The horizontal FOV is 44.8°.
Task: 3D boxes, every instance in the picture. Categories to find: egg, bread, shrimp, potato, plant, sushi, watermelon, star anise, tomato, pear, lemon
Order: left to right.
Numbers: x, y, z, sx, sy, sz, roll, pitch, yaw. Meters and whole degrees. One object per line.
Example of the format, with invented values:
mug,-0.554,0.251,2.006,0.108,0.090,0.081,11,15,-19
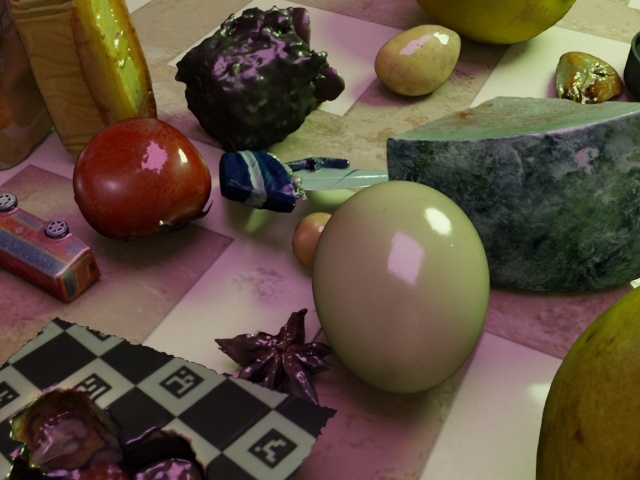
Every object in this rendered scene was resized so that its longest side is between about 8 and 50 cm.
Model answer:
sushi,-0.203,0.231,0.674,0.339,0.069,0.320,13,40,23
bread,-0.313,-0.249,1.055,0.119,0.288,0.153,-5,40,5
tomato,-0.216,-0.077,0.952,0.167,0.167,0.167,2,41,-2
plant,-0.077,-0.236,1.126,0.234,0.204,0.178,-29,48,-21
star anise,-0.033,0.130,0.804,0.124,0.056,0.129,-17,45,-23
egg,0.000,0.000,0.936,0.071,0.083,0.071,-1,69,4
egg,0.083,0.046,0.811,0.185,0.186,0.242,2,51,-1
potato,0.158,-0.298,1.273,0.147,0.112,0.112,-23,47,-17
lemon,0.310,-0.510,1.361,0.347,0.348,0.348,2,41,-2
watermelon,0.279,-0.086,0.968,0.387,0.229,0.258,-3,32,7
shrimp,0.444,-0.260,1.287,0.115,0.051,0.217,18,41,13
pear,0.312,0.183,0.619,0.287,0.287,0.375,34,69,30

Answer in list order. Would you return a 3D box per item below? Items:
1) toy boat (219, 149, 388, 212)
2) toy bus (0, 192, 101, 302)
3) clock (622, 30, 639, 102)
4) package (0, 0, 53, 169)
toy boat,-0.007,-0.083,1.030,0.291,0.071,0.210,-7,21,-36
toy bus,-0.352,0.004,0.925,0.192,0.065,0.077,23,52,22
clock,0.667,-0.266,1.281,0.324,0.067,0.325,4,42,-3
package,-0.438,-0.291,1.066,0.165,0.311,0.221,-20,45,-21
